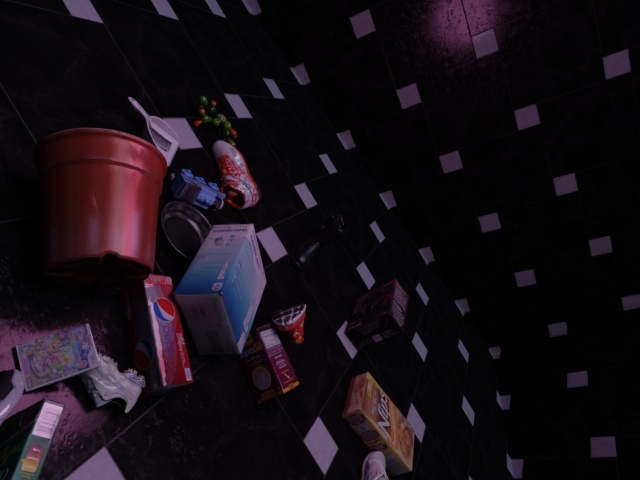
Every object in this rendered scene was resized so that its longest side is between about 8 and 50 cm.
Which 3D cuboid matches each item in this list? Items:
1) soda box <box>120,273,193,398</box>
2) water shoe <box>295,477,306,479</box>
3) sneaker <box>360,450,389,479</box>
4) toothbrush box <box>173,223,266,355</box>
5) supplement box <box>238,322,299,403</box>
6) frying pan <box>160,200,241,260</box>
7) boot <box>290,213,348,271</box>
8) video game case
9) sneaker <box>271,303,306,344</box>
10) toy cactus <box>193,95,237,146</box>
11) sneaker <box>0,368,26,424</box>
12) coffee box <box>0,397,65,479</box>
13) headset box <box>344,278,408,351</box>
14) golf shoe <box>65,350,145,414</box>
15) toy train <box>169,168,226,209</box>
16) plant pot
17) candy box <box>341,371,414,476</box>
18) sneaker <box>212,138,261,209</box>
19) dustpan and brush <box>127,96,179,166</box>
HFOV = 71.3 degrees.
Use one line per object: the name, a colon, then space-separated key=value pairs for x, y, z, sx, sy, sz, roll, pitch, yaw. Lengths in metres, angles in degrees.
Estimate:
soda box: x=-0.373 y=0.211 z=1.009 sx=0.083 sy=0.092 sz=0.263 roll=15 pitch=50 yaw=-54
water shoe: x=-0.031 y=0.661 z=1.171 sx=0.203 sy=0.073 sz=0.080 roll=17 pitch=46 yaw=-55
sneaker: x=0.180 y=0.760 z=1.418 sx=0.087 sy=0.092 sz=0.229 roll=56 pitch=25 yaw=-3
toothbrush box: x=-0.249 y=0.122 z=1.184 sx=0.295 sy=0.126 sz=0.216 roll=-77 pitch=163 yaw=-53
supplement box: x=-0.154 y=0.342 z=1.248 sx=0.081 sy=0.104 sz=0.188 roll=-5 pitch=66 yaw=-61
frying pan: x=-0.365 y=-0.047 z=1.341 sx=0.197 sy=0.053 sz=0.326 roll=54 pitch=24 yaw=-11
boot: x=0.000 y=0.000 z=1.762 sx=0.094 sy=0.207 sz=0.246 roll=52 pitch=28 yaw=-16
video game case: x=-0.483 y=0.214 z=0.824 sx=0.122 sy=0.011 sz=0.087 roll=-16 pitch=74 yaw=-26
sneaker: x=-0.082 y=0.260 z=1.364 sx=0.279 sy=0.107 sz=0.118 roll=115 pitch=-43 yaw=-83
toy cactus: x=-0.389 y=-0.439 z=1.683 sx=0.219 sy=0.112 sz=0.180 roll=47 pitch=10 yaw=-19
sneaker: x=-0.558 y=0.255 z=0.621 sx=0.153 sy=0.101 sz=0.268 roll=53 pitch=29 yaw=-19
coffee box: x=-0.467 y=0.347 z=0.680 sx=0.040 sy=0.113 sz=0.184 roll=41 pitch=33 yaw=-36
headset box: x=0.242 y=0.300 z=1.865 sx=0.110 sy=0.218 sz=0.293 roll=53 pitch=28 yaw=-13
golf shoe: x=-0.430 y=0.279 z=0.874 sx=0.176 sy=0.069 sz=0.086 roll=41 pitch=38 yaw=-31
toy train: x=-0.375 y=-0.148 z=1.370 sx=0.184 sy=0.080 sz=0.105 roll=27 pitch=17 yaw=-43
plant pot: x=-0.467 y=-0.050 z=0.956 sx=0.272 sy=0.272 sz=0.265 roll=21 pitch=54 yaw=-52
candy box: x=0.214 y=0.653 z=1.593 sx=0.316 sy=0.088 sz=0.183 roll=53 pitch=26 yaw=-13
sneaker: x=-0.317 y=-0.233 z=1.576 sx=0.270 sy=0.090 sz=0.145 roll=59 pitch=23 yaw=-7
dustpan and brush: x=-0.516 y=-0.348 z=1.375 sx=0.211 sy=0.060 sz=0.147 roll=42 pitch=31 yaw=-32
